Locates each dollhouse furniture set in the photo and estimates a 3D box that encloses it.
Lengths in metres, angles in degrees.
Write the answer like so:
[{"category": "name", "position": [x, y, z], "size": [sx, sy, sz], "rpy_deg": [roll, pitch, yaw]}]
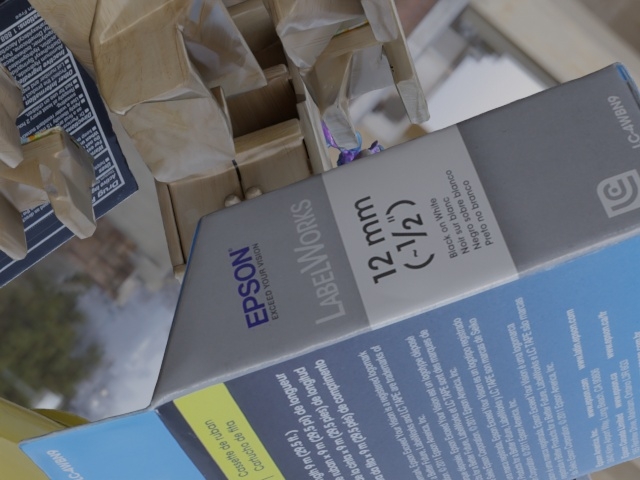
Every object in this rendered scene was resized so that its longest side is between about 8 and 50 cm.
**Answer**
[{"category": "dollhouse furniture set", "position": [-0.114, -0.152, 1.162], "size": [0.362, 0.257, 0.394], "rpy_deg": [-19, 154, 7]}]

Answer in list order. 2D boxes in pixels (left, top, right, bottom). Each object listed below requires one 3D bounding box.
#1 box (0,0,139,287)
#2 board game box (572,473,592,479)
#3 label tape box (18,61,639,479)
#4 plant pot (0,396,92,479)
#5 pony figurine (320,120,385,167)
[{"category": "box", "position": [-0.362, -0.100, 1.281], "size": [0.296, 0.182, 0.294], "rpy_deg": [-37, 144, -18]}, {"category": "board game box", "position": [0.213, 0.302, 1.271], "size": [0.065, 0.318, 0.319], "rpy_deg": [-16, -150, 17]}, {"category": "label tape box", "position": [0.034, 0.069, 0.795], "size": [0.347, 0.115, 0.249], "rpy_deg": [-18, 144, 5]}, {"category": "plant pot", "position": [-0.271, 0.219, 1.073], "size": [0.254, 0.254, 0.239], "rpy_deg": [-51, 141, -15]}, {"category": "pony figurine", "position": [0.000, 0.000, 1.640], "size": [0.302, 0.363, 0.351], "rpy_deg": [-33, -144, 24]}]
